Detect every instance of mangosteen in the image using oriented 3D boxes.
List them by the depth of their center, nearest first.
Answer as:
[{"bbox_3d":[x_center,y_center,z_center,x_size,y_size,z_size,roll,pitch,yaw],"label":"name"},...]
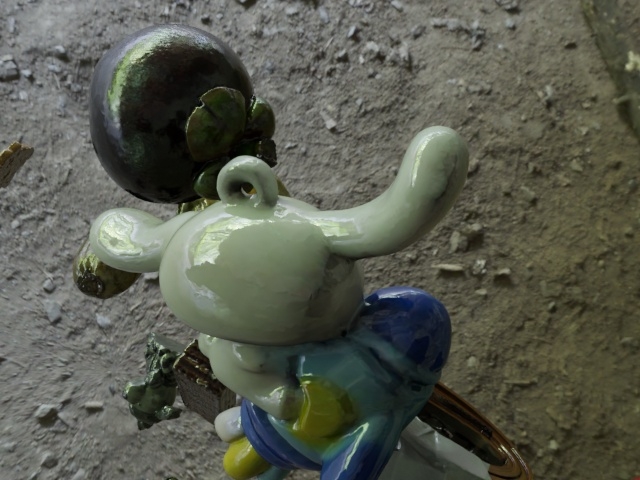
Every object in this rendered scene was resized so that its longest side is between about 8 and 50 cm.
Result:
[{"bbox_3d":[-0.220,-0.204,0.925,0.300,0.300,0.300,5,76,-19],"label":"mangosteen"}]

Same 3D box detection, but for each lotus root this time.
[{"bbox_3d":[-0.449,0.022,1.244,0.145,0.129,0.260,4,36,7],"label":"lotus root"}]

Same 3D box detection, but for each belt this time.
[{"bbox_3d":[0.125,0.249,0.690,0.261,0.184,0.105,34,107,-1],"label":"belt"}]

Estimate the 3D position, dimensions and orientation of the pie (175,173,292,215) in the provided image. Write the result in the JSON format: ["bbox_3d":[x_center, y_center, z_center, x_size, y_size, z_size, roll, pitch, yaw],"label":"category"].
[{"bbox_3d":[-0.207,-0.035,1.350,0.339,0.077,0.339,-1,86,13],"label":"pie"}]

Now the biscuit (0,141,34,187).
[{"bbox_3d":[-0.798,-0.177,1.409,0.035,0.162,0.250,29,30,-12],"label":"biscuit"}]

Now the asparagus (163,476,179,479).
[{"bbox_3d":[-0.312,0.529,1.185,0.045,0.178,0.041,19,60,-1],"label":"asparagus"}]

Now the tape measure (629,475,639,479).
[{"bbox_3d":[0.160,0.217,0.258,0.114,0.253,0.260,54,29,0],"label":"tape measure"}]

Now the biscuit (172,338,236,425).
[{"bbox_3d":[-0.235,0.312,1.180,0.107,0.388,0.073,31,62,7],"label":"biscuit"}]

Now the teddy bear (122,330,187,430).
[{"bbox_3d":[-0.411,0.368,1.424,0.144,0.171,0.251,29,72,-43],"label":"teddy bear"}]

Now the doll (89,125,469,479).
[{"bbox_3d":[-0.016,0.091,0.542,0.187,0.376,0.366,-34,114,-38],"label":"doll"}]
